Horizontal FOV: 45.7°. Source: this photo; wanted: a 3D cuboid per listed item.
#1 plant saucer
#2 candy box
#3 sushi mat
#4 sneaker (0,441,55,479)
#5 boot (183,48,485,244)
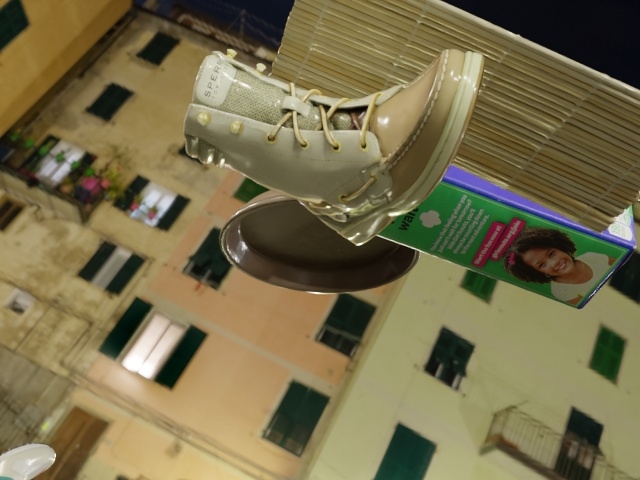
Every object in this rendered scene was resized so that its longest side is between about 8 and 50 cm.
[{"bbox_3d":[0.000,0.000,1.055,0.278,0.041,0.277,2,-29,1],"label":"plant saucer"},{"bbox_3d":[0.175,-0.099,0.863,0.317,0.268,0.122,19,-45,-1],"label":"candy box"},{"bbox_3d":[0.118,-0.104,0.585,0.317,0.019,0.151,24,-34,-1],"label":"sushi mat"},{"bbox_3d":[-0.349,0.279,0.803,0.075,0.161,0.057,47,-44,25],"label":"sneaker"},{"bbox_3d":[-0.003,-0.081,0.504,0.165,0.077,0.213,26,-26,-8],"label":"boot"}]
